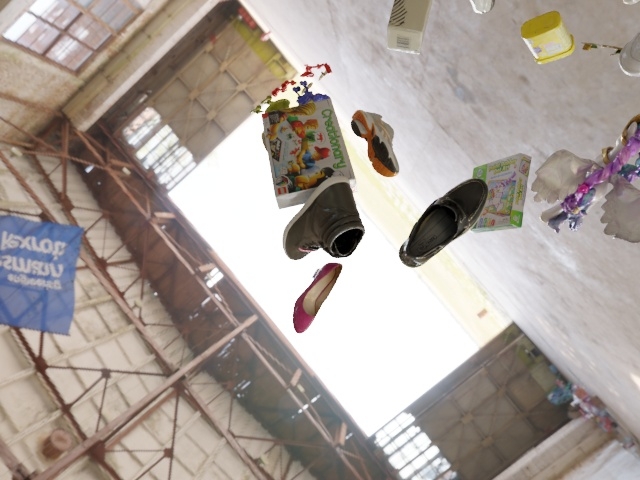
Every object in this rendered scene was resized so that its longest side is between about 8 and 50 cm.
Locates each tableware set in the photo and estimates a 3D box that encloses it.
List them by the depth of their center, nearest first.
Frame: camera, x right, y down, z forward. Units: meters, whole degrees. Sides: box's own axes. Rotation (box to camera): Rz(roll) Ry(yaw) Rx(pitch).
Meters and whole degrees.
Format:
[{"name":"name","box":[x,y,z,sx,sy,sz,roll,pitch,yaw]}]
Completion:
[{"name":"tableware set","box":[0.814,-0.533,1.353,0.154,0.024,0.104,25,-148,33]}]

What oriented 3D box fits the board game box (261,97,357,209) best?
[{"name":"board game box","box":[-0.035,-0.224,1.203,0.053,0.192,0.306,78,179,-54]}]

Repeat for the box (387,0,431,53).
[{"name":"box","box":[0.252,-0.651,1.278,0.094,0.275,0.113,13,172,10]}]

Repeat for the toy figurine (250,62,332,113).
[{"name":"toy figurine","box":[-0.075,-0.502,1.895,0.191,0.362,0.217,-25,-93,-55]}]

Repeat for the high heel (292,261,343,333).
[{"name":"high heel","box":[-0.005,0.174,1.484,0.082,0.244,0.117,41,147,-19]}]

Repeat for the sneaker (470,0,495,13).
[{"name":"sneaker","box":[0.403,-0.892,1.552,0.447,0.257,0.169,43,-141,-53]}]

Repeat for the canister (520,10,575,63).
[{"name":"canister","box":[0.734,-0.654,1.559,0.169,0.126,0.074,16,-109,-49]}]

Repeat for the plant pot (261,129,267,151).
[{"name":"plant pot","box":[-0.131,-0.321,1.520,0.134,0.095,0.134,58,163,29]}]

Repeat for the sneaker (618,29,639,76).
[{"name":"sneaker","box":[0.842,-0.537,1.090,0.210,0.365,0.138,2,-120,-44]}]

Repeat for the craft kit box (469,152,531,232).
[{"name":"craft kit box","box":[0.615,-0.157,1.689,0.060,0.247,0.250,17,171,-18]}]

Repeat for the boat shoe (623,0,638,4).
[{"name":"boat shoe","box":[0.896,-0.681,1.287,0.063,0.184,0.066,52,177,-21]}]

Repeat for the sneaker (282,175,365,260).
[{"name":"sneaker","box":[0.000,0.000,1.116,0.104,0.296,0.147,-1,-124,-32]}]

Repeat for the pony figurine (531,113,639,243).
[{"name":"pony figurine","box":[0.741,-0.153,1.311,0.302,0.351,0.363,34,164,12]}]

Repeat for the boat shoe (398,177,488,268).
[{"name":"boat shoe","box":[0.356,-0.060,1.378,0.127,0.340,0.113,50,179,15]}]

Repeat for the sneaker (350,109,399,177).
[{"name":"sneaker","box":[0.206,-0.321,1.558,0.120,0.099,0.263,-11,-114,-31]}]
